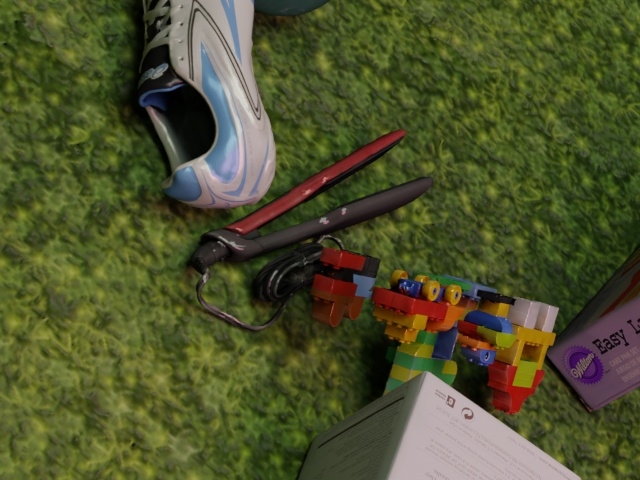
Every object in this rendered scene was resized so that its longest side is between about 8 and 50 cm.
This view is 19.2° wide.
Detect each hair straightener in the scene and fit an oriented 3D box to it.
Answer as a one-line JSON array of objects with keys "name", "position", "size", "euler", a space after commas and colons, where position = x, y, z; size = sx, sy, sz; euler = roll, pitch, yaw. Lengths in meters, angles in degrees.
[{"name": "hair straightener", "position": [0.000, 0.000, 1.314], "size": [0.230, 0.047, 0.089], "euler": [-29, 85, -42]}]

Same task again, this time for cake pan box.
[{"name": "cake pan box", "position": [0.321, -0.005, 1.424], "size": [0.070, 0.246, 0.267], "euler": [52, 48, -3]}]

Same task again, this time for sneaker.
[{"name": "sneaker", "position": [-0.091, -0.134, 1.293], "size": [0.086, 0.085, 0.237], "euler": [5, 63, -40]}]

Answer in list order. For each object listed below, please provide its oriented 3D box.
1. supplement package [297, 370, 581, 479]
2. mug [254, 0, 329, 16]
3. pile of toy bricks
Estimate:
[{"name": "supplement package", "position": [0.044, 0.230, 1.162], "size": [0.134, 0.139, 0.244], "euler": [35, 51, -16]}, {"name": "mug", "position": [-0.026, -0.240, 1.390], "size": [0.129, 0.097, 0.157], "euler": [30, 51, -20]}, {"name": "pile of toy bricks", "position": [0.069, 0.075, 1.299], "size": [0.212, 0.118, 0.105], "euler": [13, 93, -57]}]
